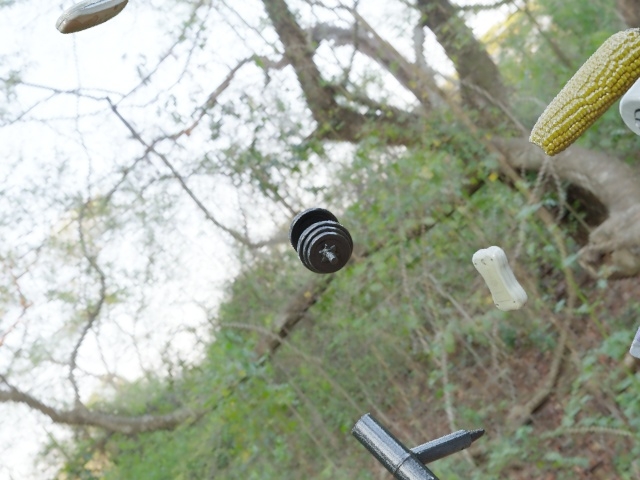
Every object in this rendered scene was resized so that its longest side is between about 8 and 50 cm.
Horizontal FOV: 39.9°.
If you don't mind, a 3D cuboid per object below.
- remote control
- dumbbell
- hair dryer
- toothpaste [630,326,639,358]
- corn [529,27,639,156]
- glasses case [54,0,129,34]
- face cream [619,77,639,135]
[{"bbox_3d":[0.321,0.069,1.574,0.032,0.122,0.074,-30,4,-28],"label":"remote control"},{"bbox_3d":[0.000,0.000,1.568,0.099,0.099,0.208,-42,24,3],"label":"dumbbell"},{"bbox_3d":[0.169,0.312,1.376,0.194,0.173,0.050,-22,-35,-44],"label":"hair dryer"},{"bbox_3d":[0.642,0.040,1.487,0.080,0.125,0.372,-16,-57,-70],"label":"toothpaste"},{"bbox_3d":[0.539,-0.297,1.763,0.305,0.106,0.106,-45,-6,4],"label":"corn"},{"bbox_3d":[-0.507,-0.508,1.966,0.081,0.051,0.204,-36,4,42],"label":"glasses case"},{"bbox_3d":[0.508,-0.259,1.148,0.314,0.089,0.143,-48,-37,-16],"label":"face cream"}]
